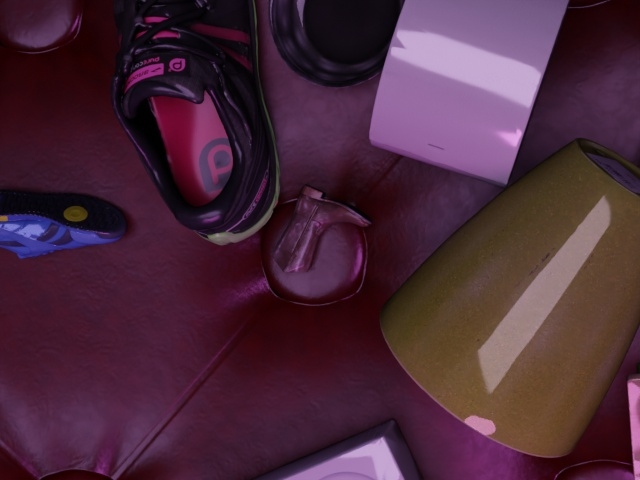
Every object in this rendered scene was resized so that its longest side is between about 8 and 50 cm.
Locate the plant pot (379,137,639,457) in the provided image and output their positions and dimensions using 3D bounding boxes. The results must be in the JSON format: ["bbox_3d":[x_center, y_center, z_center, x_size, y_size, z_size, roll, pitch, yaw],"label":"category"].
[{"bbox_3d":[0.259,0.043,1.389,0.275,0.275,0.293,35,112,5],"label":"plant pot"}]

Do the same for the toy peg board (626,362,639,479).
[{"bbox_3d":[0.459,0.217,1.509,0.161,0.079,0.160,-5,111,11],"label":"toy peg board"}]

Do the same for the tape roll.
[{"bbox_3d":[0.173,-0.199,1.423,0.169,0.246,0.246,20,99,8],"label":"tape roll"}]

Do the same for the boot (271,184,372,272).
[{"bbox_3d":[0.000,0.000,1.580,0.106,0.037,0.114,27,97,20],"label":"boot"}]

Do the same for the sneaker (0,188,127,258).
[{"bbox_3d":[-0.359,-0.015,1.639,0.209,0.069,0.082,5,130,1],"label":"sneaker"}]

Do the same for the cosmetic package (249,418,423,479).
[{"bbox_3d":[0.042,0.461,1.593,0.284,0.097,0.377,-26,91,15],"label":"cosmetic package"}]

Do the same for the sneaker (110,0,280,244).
[{"bbox_3d":[-0.166,-0.230,1.502,0.185,0.202,0.483,-19,92,11],"label":"sneaker"}]

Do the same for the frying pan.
[{"bbox_3d":[-0.023,-0.316,1.545,0.326,0.053,0.197,31,105,23],"label":"frying pan"}]
